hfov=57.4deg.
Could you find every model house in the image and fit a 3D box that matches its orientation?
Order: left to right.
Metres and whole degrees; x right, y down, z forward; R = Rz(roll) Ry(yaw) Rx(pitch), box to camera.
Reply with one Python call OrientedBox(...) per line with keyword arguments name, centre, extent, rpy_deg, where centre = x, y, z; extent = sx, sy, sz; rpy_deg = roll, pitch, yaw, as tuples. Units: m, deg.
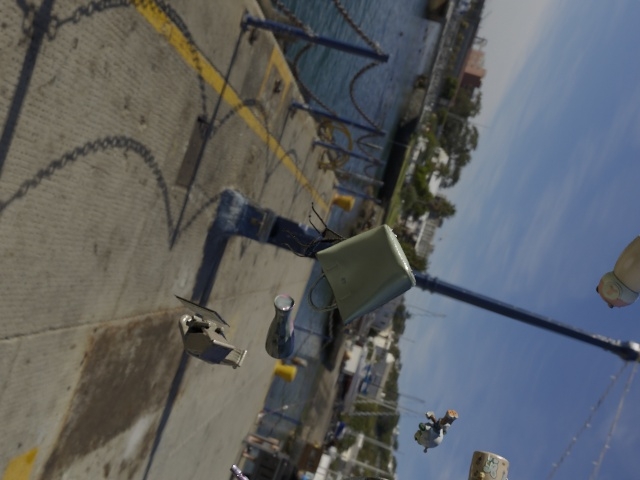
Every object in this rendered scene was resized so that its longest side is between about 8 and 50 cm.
OrientedBox(name="model house", centre=(-0.340, 0.337, 1.891), extent=(0.229, 0.188, 0.122), rpy_deg=(40, 65, -41))

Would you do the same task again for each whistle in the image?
OrientedBox(name="whistle", centre=(-0.295, 0.963, 2.316), extent=(0.033, 0.176, 0.033), rpy_deg=(-42, 165, -14))

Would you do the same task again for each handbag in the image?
OrientedBox(name="handbag", centre=(0.095, 0.102, 1.659), extent=(0.109, 0.315, 0.241), rpy_deg=(53, 14, -63))

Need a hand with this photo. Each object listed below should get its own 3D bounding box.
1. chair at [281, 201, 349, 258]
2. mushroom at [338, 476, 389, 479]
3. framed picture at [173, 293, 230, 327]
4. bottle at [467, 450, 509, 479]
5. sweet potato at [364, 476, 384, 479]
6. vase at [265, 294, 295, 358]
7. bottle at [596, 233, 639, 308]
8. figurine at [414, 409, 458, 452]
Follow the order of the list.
OrientedBox(name="chair", centre=(0.000, 0.000, 1.926), extent=(0.149, 0.213, 0.174), rpy_deg=(-50, 170, -21))
OrientedBox(name="mushroom", centre=(0.204, 0.855, 1.932), extent=(0.128, 0.350, 0.128), rpy_deg=(-169, -90, -89))
OrientedBox(name="framed picture", centre=(-0.461, 0.275, 2.274), extent=(0.199, 0.195, 0.010), rpy_deg=(74, 38, -65))
OrientedBox(name="bottle", centre=(0.407, 0.606, 1.436), extent=(0.099, 0.098, 0.152), rpy_deg=(96, 16, -62))
OrientedBox(name="sweet potato", centre=(0.236, 0.831, 1.692), extent=(0.423, 0.130, 0.131), rpy_deg=(-122, -133, -69))
OrientedBox(name="vase", centre=(-0.108, 0.239, 1.635), extent=(0.086, 0.086, 0.214), rpy_deg=(-64, 168, -44))
OrientedBox(name="bottle", centre=(0.944, 0.106, 1.766), extent=(0.236, 0.147, 0.147), rpy_deg=(-55, -178, 29))
OrientedBox(name="figurine", centre=(0.425, 0.695, 2.169), extent=(0.197, 0.147, 0.093), rpy_deg=(-58, -145, 14))
